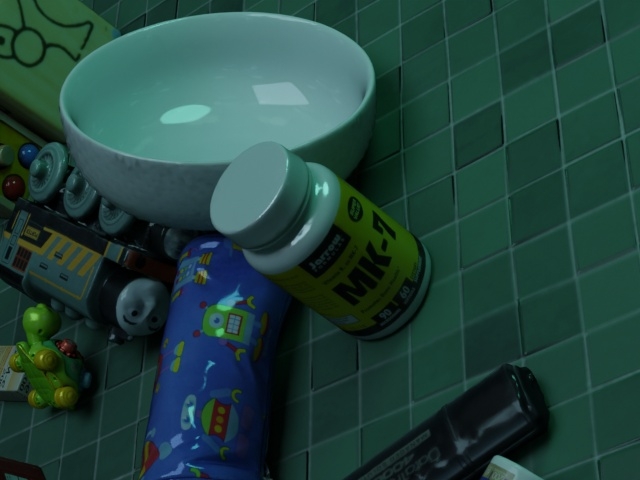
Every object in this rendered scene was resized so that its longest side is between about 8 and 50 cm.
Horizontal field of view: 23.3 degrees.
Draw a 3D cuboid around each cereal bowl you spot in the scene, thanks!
[{"bbox_3d":[-0.105,-0.112,1.667,0.339,0.141,0.339,-3,33,2],"label":"cereal bowl"}]

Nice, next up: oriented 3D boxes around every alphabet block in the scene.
[{"bbox_3d":[-0.431,-0.259,2.156,0.193,0.197,0.192,-1,60,47],"label":"alphabet block"}]

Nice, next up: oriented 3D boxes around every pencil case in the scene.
[{"bbox_3d":[-0.101,0.142,1.549,0.133,0.119,0.306,6,56,0],"label":"pencil case"}]

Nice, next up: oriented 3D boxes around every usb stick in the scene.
[{"bbox_3d":[0.082,0.207,1.365,0.278,0.045,0.077,-38,46,19],"label":"usb stick"}]

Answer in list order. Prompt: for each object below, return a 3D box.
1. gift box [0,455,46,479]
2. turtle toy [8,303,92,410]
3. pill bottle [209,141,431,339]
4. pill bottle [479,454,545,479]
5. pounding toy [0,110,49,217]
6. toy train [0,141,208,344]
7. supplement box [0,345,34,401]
[{"bbox_3d":[-0.391,0.382,1.574,0.258,0.276,0.255,-38,53,14],"label":"gift box"},{"bbox_3d":[-0.311,0.137,1.791,0.066,0.130,0.095,-33,14,-34],"label":"turtle toy"},{"bbox_3d":[0.000,0.000,1.478,0.119,0.208,0.119,-28,44,31],"label":"pill bottle"},{"bbox_3d":[0.140,0.240,1.255,0.067,0.067,0.120,22,78,52],"label":"pill bottle"},{"bbox_3d":[-0.442,-0.101,2.089,0.100,0.141,0.130,2,63,47],"label":"pounding toy"},{"bbox_3d":[-0.261,0.004,1.829,0.334,0.142,0.190,21,90,50],"label":"toy train"},{"bbox_3d":[-0.375,0.162,1.895,0.098,0.036,0.062,-5,59,45],"label":"supplement box"}]
